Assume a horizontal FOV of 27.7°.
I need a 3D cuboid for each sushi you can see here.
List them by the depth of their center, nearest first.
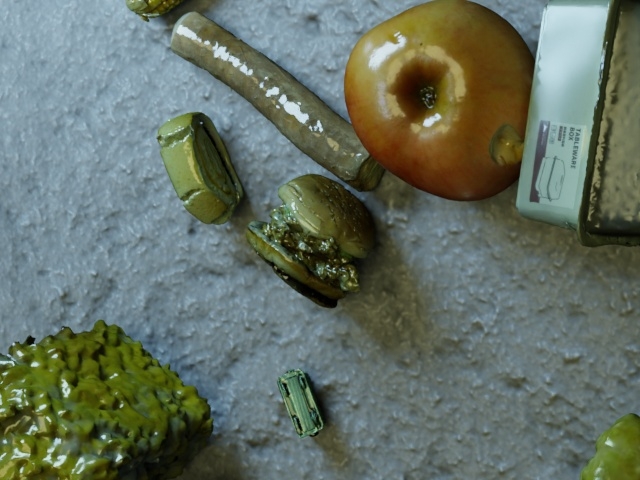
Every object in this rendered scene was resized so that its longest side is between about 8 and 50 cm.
[{"bbox_3d":[-0.357,0.306,1.672,0.240,0.396,0.351,42,111,13],"label":"sushi"}]

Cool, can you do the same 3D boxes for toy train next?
[{"bbox_3d":[-0.024,0.214,1.706,0.038,0.056,0.093,-23,82,5],"label":"toy train"}]

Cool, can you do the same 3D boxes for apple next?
[{"bbox_3d":[0.146,-0.162,1.527,0.242,0.241,0.242,-1,88,21],"label":"apple"}]

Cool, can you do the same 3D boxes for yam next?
[{"bbox_3d":[-0.062,-0.189,1.703,0.357,0.081,0.081,37,104,18],"label":"yam"}]

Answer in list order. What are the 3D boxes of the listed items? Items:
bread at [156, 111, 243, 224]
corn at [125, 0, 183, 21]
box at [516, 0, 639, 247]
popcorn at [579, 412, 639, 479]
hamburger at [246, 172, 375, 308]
[{"bbox_3d":[-0.160,-0.094,1.723,0.064,0.117,0.156,-23,82,20],"label":"bread"},{"bbox_3d":[-0.162,-0.394,1.735,0.260,0.091,0.091,-33,96,16],"label":"corn"},{"bbox_3d":[0.343,-0.137,1.460,0.166,0.220,0.290,11,96,35],"label":"box"},{"bbox_3d":[0.387,0.314,1.432,0.242,0.235,0.250,22,131,18],"label":"popcorn"},{"bbox_3d":[0.000,0.000,1.639,0.131,0.159,0.185,-47,55,14],"label":"hamburger"}]
